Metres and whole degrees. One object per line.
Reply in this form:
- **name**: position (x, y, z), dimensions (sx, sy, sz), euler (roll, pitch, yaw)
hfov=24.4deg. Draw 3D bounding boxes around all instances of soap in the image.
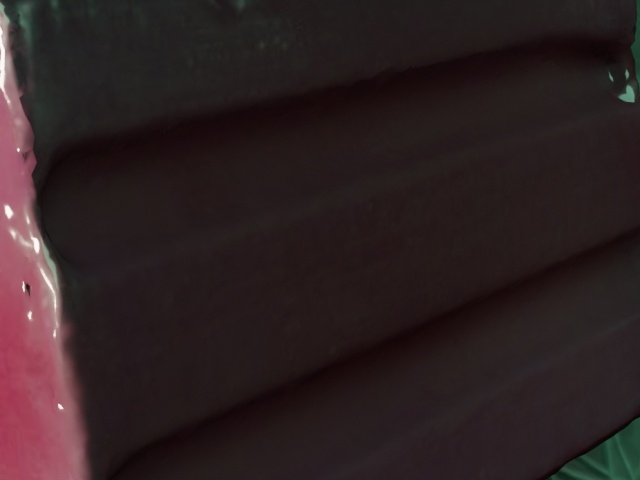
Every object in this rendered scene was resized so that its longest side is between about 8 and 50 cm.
- **soap**: position (0.000, 0.000, 0.574), dimensions (0.359, 0.128, 0.233), euler (-19, 105, -48)
